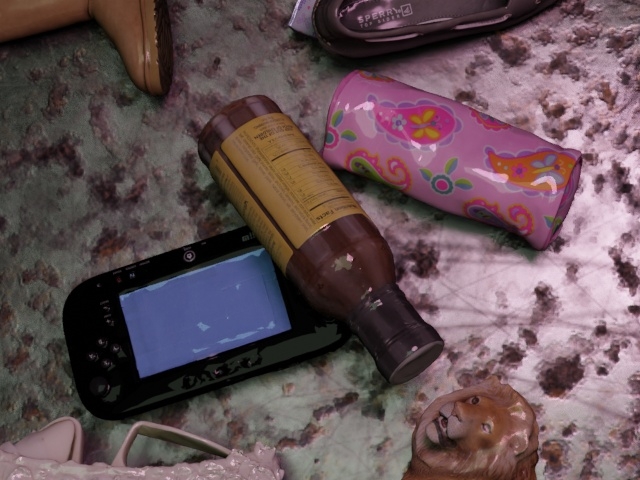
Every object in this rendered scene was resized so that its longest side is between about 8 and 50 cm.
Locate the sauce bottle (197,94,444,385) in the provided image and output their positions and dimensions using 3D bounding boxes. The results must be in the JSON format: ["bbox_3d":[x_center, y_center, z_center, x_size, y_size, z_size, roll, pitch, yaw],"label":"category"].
[{"bbox_3d":[0.000,0.000,1.342,0.111,0.111,0.344,-36,67,0],"label":"sauce bottle"}]

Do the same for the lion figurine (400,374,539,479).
[{"bbox_3d":[0.171,0.350,1.285,0.240,0.142,0.392,-27,74,4],"label":"lion figurine"}]

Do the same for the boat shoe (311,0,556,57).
[{"bbox_3d":[0.154,-0.276,1.403,0.335,0.095,0.112,-19,96,-7],"label":"boat shoe"}]

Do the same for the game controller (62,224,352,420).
[{"bbox_3d":[-0.125,0.082,1.413,0.319,0.067,0.166,-18,79,3],"label":"game controller"}]

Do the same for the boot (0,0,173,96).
[{"bbox_3d":[-0.312,-0.253,1.489,0.269,0.089,0.236,-10,69,5],"label":"boot"}]

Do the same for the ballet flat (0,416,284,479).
[{"bbox_3d":[-0.229,0.258,1.370,0.408,0.147,0.147,5,81,1],"label":"ballet flat"}]

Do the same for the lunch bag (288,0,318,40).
[{"bbox_3d":[0.013,-0.266,1.465,0.071,0.053,0.083,21,94,10],"label":"lunch bag"}]

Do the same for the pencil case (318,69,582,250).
[{"bbox_3d":[0.137,-0.088,1.390,0.284,0.124,0.124,21,83,11],"label":"pencil case"}]
